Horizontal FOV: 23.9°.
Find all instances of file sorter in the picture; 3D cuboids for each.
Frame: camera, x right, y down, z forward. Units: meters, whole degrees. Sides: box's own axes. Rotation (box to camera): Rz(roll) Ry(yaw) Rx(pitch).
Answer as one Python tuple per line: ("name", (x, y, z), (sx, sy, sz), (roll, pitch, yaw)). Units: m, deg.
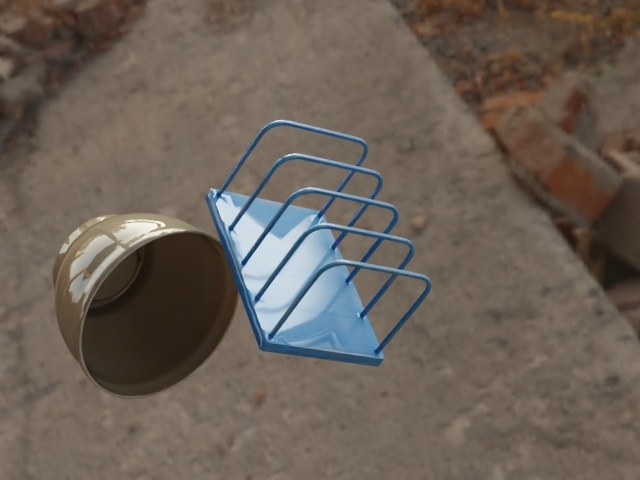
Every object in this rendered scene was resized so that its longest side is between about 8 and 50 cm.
("file sorter", (0.000, 0.000, 1.228), (0.118, 0.104, 0.170), (10, 41, -34))

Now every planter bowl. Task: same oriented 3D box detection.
("planter bowl", (-0.167, 0.042, 1.320), (0.162, 0.162, 0.109), (-34, 44, -22))
